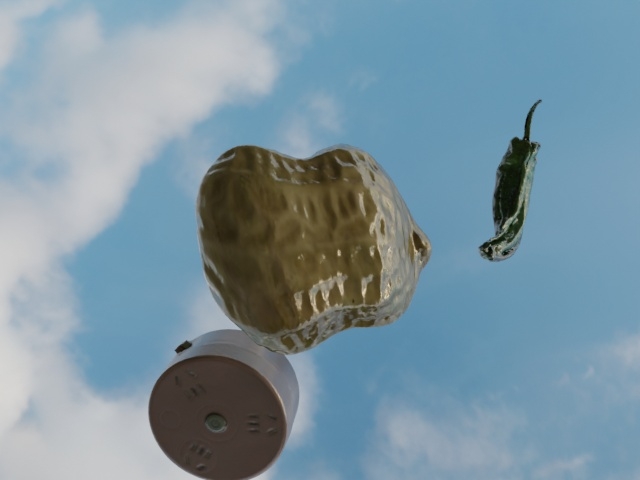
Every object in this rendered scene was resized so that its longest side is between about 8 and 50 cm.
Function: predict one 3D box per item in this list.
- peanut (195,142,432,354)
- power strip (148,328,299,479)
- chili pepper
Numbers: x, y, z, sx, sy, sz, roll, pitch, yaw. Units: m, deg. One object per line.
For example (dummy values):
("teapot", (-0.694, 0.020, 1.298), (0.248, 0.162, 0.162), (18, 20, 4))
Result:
("peanut", (0.000, 0.000, 0.717), (0.233, 0.110, 0.197), (-8, -110, -26))
("power strip", (-0.102, 0.173, 0.828), (0.154, 0.154, 0.078), (-15, -165, 14))
("chili pepper", (0.318, -0.086, 1.299), (0.065, 0.122, 0.279), (12, -102, 17))
